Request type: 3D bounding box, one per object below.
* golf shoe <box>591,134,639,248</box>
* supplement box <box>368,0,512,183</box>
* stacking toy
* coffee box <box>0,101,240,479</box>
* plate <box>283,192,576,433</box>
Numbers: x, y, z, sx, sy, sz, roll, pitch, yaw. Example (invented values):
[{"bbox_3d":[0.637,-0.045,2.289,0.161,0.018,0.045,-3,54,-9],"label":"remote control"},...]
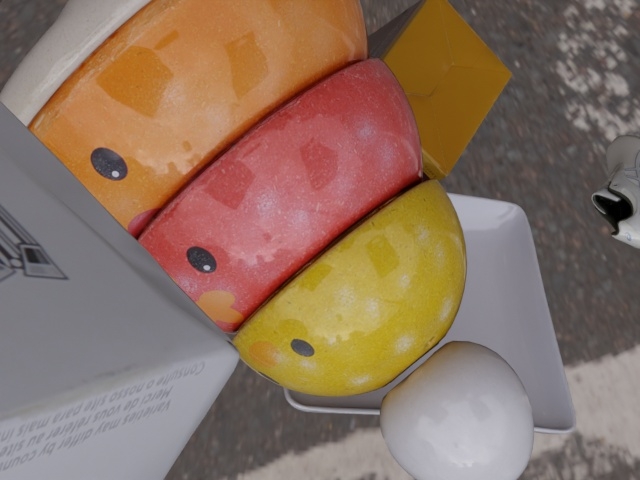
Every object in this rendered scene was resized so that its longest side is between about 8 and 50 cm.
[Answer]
[{"bbox_3d":[0.329,-0.058,1.656,0.086,0.176,0.069,8,127,-18],"label":"golf shoe"},{"bbox_3d":[0.069,-0.136,1.674,0.129,0.191,0.194,46,139,-13],"label":"supplement box"},{"bbox_3d":[0.000,0.000,1.211,0.350,0.350,0.480,-42,82,12],"label":"stacking toy"},{"bbox_3d":[-0.299,0.070,0.435,0.338,0.337,0.334,44,118,20],"label":"coffee box"},{"bbox_3d":[0.083,0.062,1.436,0.278,0.277,0.045,7,138,-17],"label":"plate"}]
